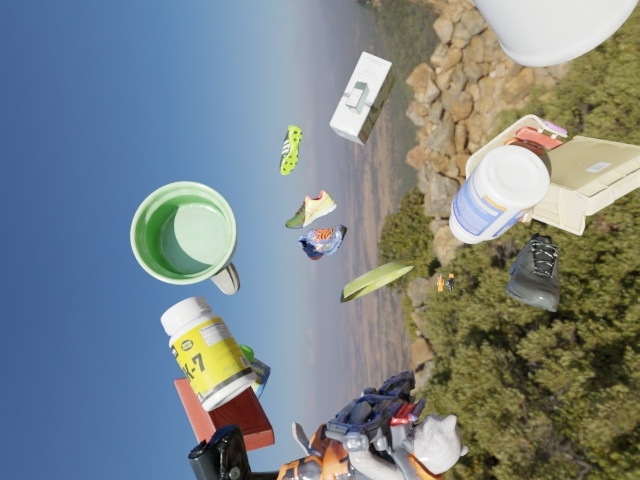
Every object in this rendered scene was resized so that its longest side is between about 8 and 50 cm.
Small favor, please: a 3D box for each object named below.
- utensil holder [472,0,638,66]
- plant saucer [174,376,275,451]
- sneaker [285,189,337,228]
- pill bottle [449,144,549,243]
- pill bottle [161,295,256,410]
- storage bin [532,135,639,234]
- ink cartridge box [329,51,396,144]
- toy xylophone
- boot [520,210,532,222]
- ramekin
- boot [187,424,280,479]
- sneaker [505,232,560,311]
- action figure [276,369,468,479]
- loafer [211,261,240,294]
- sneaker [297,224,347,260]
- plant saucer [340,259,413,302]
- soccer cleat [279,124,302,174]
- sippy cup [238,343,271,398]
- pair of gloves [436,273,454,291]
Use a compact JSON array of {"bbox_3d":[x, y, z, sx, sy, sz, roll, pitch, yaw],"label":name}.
[{"bbox_3d":[0.481,-0.638,0.990,0.386,0.328,0.327,26,-129,-41],"label":"utensil holder"},{"bbox_3d":[-0.265,0.490,1.310,0.047,0.259,0.258,-51,55,19],"label":"plant saucer"},{"bbox_3d":[-0.048,-0.118,1.676,0.094,0.209,0.081,62,171,-22],"label":"sneaker"},{"bbox_3d":[0.402,-0.091,1.062,0.272,0.153,0.152,100,170,-69],"label":"pill bottle"},{"bbox_3d":[-0.231,0.225,0.914,0.208,0.119,0.119,54,168,16],"label":"pill bottle"},{"bbox_3d":[0.689,-0.154,1.185,0.260,0.263,0.123,43,157,59],"label":"storage bin"},{"bbox_3d":[0.166,-0.528,1.714,0.289,0.122,0.211,-64,-12,8],"label":"ink cartridge box"},{"bbox_3d":[0.631,-0.281,1.438,0.322,0.237,0.081,-48,46,53],"label":"toy xylophone"},{"bbox_3d":[0.505,-0.087,1.217,0.158,0.085,0.059,-60,-26,-77],"label":"boot"},{"bbox_3d":[-0.395,-0.013,1.359,0.148,0.304,0.302,98,171,-80],"label":"ramekin"},{"bbox_3d":[-0.160,0.516,1.015,0.094,0.247,0.207,-17,87,53],"label":"boot"},{"bbox_3d":[0.499,0.062,1.038,0.286,0.109,0.130,-50,-25,-64],"label":"sneaker"},{"bbox_3d":[0.079,0.336,0.728,0.341,0.330,0.178,-1,-111,-59],"label":"action figure"},{"bbox_3d":[-0.402,0.075,1.610,0.319,0.112,0.111,58,-151,-19],"label":"loafer"},{"bbox_3d":[0.000,0.000,1.349,0.221,0.087,0.083,-30,31,53],"label":"sneaker"},{"bbox_3d":[0.159,0.115,1.319,0.241,0.241,0.037,92,152,-75],"label":"plant saucer"},{"bbox_3d":[-0.109,-0.321,1.593,0.072,0.060,0.178,45,123,52],"label":"soccer cleat"},{"bbox_3d":[-0.303,0.480,1.564,0.305,0.224,0.239,113,180,-76],"label":"sippy cup"},{"bbox_3d":[0.513,0.172,1.840,0.010,0.084,0.074,-178,90,-69],"label":"pair of gloves"}]
